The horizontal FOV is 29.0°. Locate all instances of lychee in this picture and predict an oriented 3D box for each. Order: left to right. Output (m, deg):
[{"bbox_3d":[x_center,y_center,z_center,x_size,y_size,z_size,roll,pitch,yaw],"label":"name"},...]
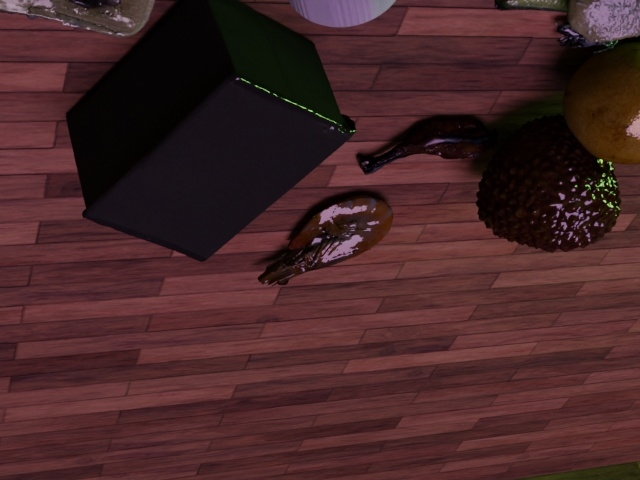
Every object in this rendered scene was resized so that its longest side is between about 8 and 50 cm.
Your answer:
[{"bbox_3d":[0.395,-0.092,2.193,0.272,0.271,0.271,-13,147,-9],"label":"lychee"}]

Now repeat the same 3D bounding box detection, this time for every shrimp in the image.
[{"bbox_3d":[0.000,0.000,2.290,0.287,0.063,0.152,-27,145,7],"label":"shrimp"},{"bbox_3d":[0.463,-0.352,1.995,0.174,0.076,0.082,-17,125,-3],"label":"shrimp"}]

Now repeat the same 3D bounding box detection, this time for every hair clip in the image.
[{"bbox_3d":[-0.369,-0.346,1.572,0.321,0.091,0.138,8,139,-20],"label":"hair clip"}]

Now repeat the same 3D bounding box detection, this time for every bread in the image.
[{"bbox_3d":[0.507,-0.411,1.867,0.287,0.056,0.207,-16,121,-1],"label":"bread"}]

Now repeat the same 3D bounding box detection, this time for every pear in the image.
[{"bbox_3d":[0.515,-0.231,2.046,0.209,0.208,0.209,-13,147,-9],"label":"pear"}]

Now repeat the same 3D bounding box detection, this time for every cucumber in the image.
[{"bbox_3d":[0.368,-0.391,1.913,0.220,0.046,0.070,-4,142,-24],"label":"cucumber"}]

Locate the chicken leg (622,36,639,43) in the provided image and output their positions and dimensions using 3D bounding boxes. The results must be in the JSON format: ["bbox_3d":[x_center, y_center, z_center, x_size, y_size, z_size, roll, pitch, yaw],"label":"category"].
[{"bbox_3d":[0.577,-0.356,2.084,0.145,0.037,0.062,-15,135,-2],"label":"chicken leg"}]

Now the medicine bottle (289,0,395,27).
[{"bbox_3d":[0.009,-0.426,1.492,0.243,0.242,0.395,-18,147,-1],"label":"medicine bottle"}]

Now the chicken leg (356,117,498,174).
[{"bbox_3d":[0.188,-0.165,2.154,0.253,0.051,0.106,-10,152,-8],"label":"chicken leg"}]

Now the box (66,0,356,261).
[{"bbox_3d":[-0.170,-0.168,1.823,0.345,0.204,0.251,-38,142,28],"label":"box"}]
